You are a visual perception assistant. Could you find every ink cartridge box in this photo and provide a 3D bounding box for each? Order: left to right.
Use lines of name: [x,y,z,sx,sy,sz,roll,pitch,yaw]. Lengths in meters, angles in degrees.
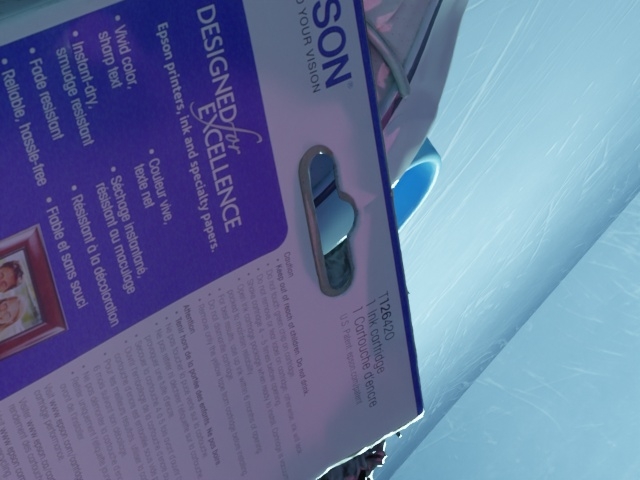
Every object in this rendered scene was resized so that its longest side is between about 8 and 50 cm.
ink cartridge box: [-0.100,0.030,0.524,0.307,0.072,0.304,-29,124,-29]

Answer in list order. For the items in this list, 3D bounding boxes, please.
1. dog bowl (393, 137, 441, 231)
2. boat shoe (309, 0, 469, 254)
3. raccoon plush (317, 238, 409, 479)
dog bowl: [0.000,0.000,1.028,0.297,0.074,0.166,-52,161,22]
boat shoe: [0.008,-0.164,0.569,0.156,0.136,0.367,19,105,-39]
raccoon plush: [-0.037,0.040,0.817,0.446,0.216,0.299,-57,-173,-14]
